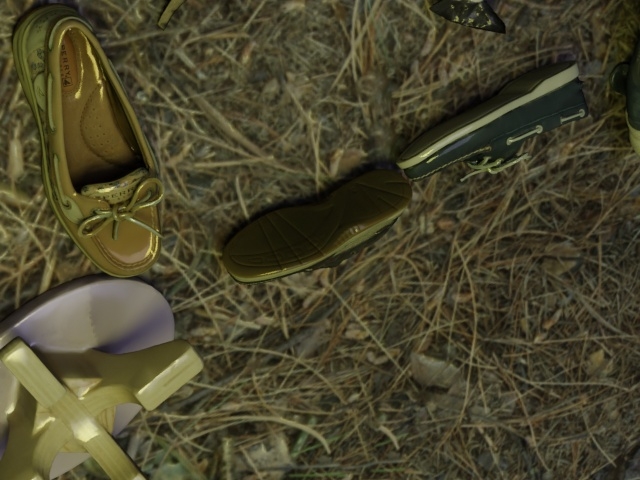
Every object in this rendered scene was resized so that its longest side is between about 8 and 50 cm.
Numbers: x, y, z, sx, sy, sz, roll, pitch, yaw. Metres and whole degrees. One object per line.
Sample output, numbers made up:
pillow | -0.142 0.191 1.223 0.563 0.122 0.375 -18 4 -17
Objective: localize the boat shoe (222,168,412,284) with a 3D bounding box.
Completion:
boat shoe | 0.000 -0.001 1.390 0.223 0.080 0.073 -27 148 -19

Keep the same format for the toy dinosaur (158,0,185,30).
toy dinosaur | -0.089 -0.331 1.238 0.268 0.064 0.118 -49 140 -3

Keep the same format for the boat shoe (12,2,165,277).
boat shoe | -0.216 -0.083 1.237 0.105 0.089 0.285 -28 117 -19

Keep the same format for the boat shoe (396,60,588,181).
boat shoe | 0.199 -0.120 1.454 0.254 0.095 0.079 -31 107 -27

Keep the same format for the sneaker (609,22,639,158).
sneaker | 0.504 -0.201 1.584 0.323 0.130 0.236 -19 123 -28

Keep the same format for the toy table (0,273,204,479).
toy table | -0.241 0.162 1.262 0.274 0.161 0.252 -50 122 -5

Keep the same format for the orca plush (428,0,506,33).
orca plush | 0.216 -0.365 1.380 0.102 0.151 0.287 -12 112 -59
